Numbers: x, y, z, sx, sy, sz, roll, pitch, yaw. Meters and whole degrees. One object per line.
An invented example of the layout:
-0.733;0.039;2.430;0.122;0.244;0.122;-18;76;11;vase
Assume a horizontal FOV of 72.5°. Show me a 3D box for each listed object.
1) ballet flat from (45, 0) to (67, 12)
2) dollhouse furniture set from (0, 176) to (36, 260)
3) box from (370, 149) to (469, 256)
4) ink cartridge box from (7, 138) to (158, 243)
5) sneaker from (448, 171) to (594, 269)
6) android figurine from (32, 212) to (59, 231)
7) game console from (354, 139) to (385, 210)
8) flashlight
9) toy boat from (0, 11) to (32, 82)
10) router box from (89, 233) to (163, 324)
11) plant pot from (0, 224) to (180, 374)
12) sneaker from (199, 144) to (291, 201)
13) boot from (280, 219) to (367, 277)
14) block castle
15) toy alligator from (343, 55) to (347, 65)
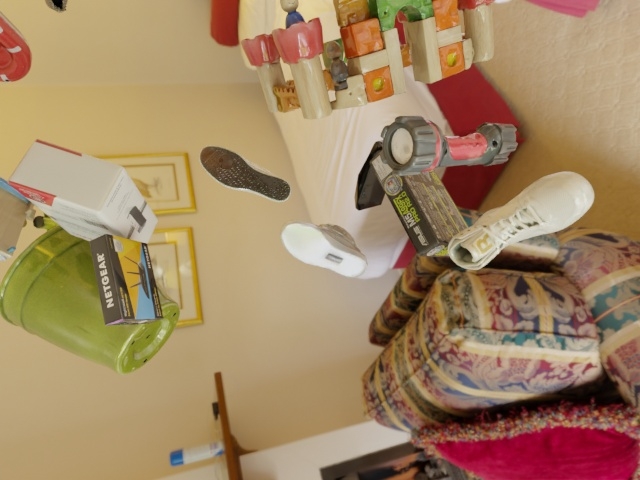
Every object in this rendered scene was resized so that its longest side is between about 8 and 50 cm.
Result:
-0.716;-0.697;1.171;0.249;0.084;0.058;-22;91;61;ballet flat
-0.860;-0.020;0.999;0.303;0.198;0.287;46;-156;-49;dollhouse furniture set
0.255;-0.088;1.063;0.060;0.216;0.270;-39;63;34;box
-0.510;-0.082;0.984;0.273;0.196;0.114;104;-175;-68;ink cartridge box
0.368;-0.018;0.849;0.108;0.169;0.292;53;158;5;sneaker
-0.882;-0.089;1.520;0.273;0.056;0.249;15;-120;-80;android figurine
0.245;-0.221;1.379;0.044;0.361;0.213;39;130;31;game console
0.254;-0.183;0.819;0.103;0.303;0.103;18;115;55;flashlight
-0.729;-0.406;0.927;0.231;0.150;0.151;94;171;-79;toy boat
-0.403;0.085;0.915;0.133;0.046;0.179;29;-138;-73;router box
-0.609;0.182;1.240;0.352;0.366;0.367;31;143;11;plant pot
-0.234;-0.197;1.342;0.106;0.290;0.123;-62;15;3;sneaker
0.000;0.000;1.084;0.095;0.258;0.123;-48;34;18;boot
0.093;-0.413;0.866;0.303;0.452;0.213;40;150;60;block castle
0.103;-0.482;1.143;0.189;0.051;0.056;-24;48;49;toy alligator
